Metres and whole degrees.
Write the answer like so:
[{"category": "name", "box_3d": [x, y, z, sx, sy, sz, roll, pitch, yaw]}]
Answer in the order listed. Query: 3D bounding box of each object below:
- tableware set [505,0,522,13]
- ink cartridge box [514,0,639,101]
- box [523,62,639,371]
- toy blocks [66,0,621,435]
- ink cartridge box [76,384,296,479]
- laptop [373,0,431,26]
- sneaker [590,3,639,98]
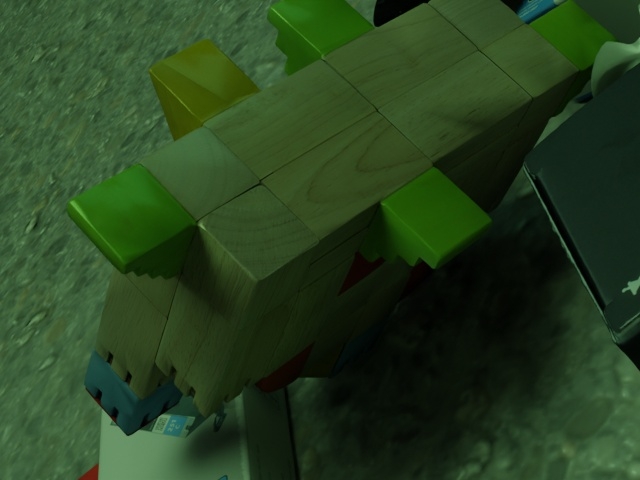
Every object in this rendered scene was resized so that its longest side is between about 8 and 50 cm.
[{"category": "tableware set", "box_3d": [0.138, -0.163, 1.141, 0.141, 0.020, 0.169, -7, 45, 48]}, {"category": "ink cartridge box", "box_3d": [0.238, -0.217, 0.970, 0.203, 0.086, 0.148, -59, 14, -23]}, {"category": "box", "box_3d": [0.202, 0.031, 0.590, 0.108, 0.207, 0.153, -38, 29, 15]}, {"category": "toy blocks", "box_3d": [0.000, 0.000, 0.881, 0.381, 0.191, 0.261, -33, -20, -35]}, {"category": "ink cartridge box", "box_3d": [-0.135, 0.207, 0.973, 0.261, 0.066, 0.296, -37, 29, 15]}, {"category": "laptop", "box_3d": [0.239, -0.360, 1.154, 0.382, 0.236, 0.408, -147, 72, -79]}, {"category": "sneaker", "box_3d": [0.328, -0.150, 0.784, 0.330, 0.122, 0.146, -44, 41, 9]}]
